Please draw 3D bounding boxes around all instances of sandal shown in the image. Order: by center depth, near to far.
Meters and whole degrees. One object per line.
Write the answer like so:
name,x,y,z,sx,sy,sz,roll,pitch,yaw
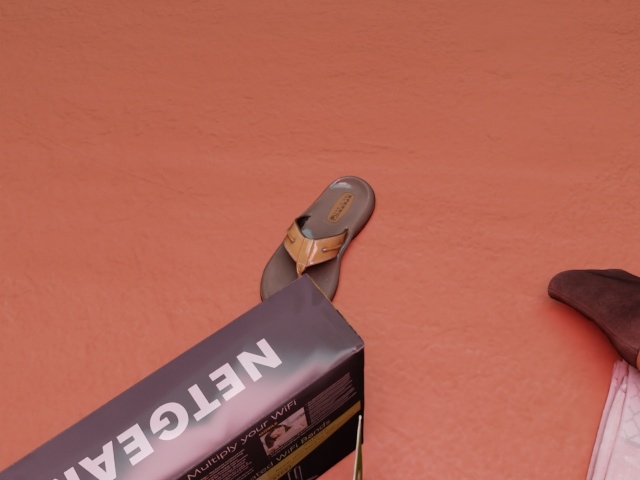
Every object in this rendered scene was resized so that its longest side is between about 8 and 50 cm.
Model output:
sandal,0.000,0.000,0.790,0.090,0.060,0.219,25,62,18

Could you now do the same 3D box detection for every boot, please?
boot,0.384,0.075,0.689,0.248,0.090,0.207,-4,27,-25

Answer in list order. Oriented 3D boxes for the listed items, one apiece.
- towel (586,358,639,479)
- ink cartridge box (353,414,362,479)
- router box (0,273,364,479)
towel,0.396,0.283,0.591,0.331,0.053,0.317,18,60,15
ink cartridge box,-0.024,0.285,0.532,0.097,0.189,0.255,4,56,8
router box,-0.105,0.192,0.564,0.309,0.243,0.081,-32,61,-17
